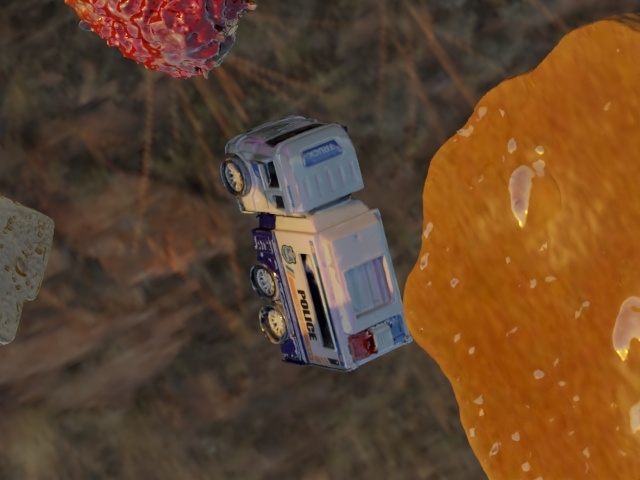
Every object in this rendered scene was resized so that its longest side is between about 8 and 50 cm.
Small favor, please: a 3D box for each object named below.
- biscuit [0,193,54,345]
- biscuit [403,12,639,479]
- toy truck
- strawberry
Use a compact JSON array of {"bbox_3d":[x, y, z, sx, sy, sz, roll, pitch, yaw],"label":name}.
[{"bbox_3d":[-0.356,0.029,1.667,0.041,0.212,0.238,-12,-165,40],"label":"biscuit"},{"bbox_3d":[0.213,0.053,1.177,0.062,0.365,0.385,-19,157,-39],"label":"biscuit"},{"bbox_3d":[0.000,0.000,1.845,0.124,0.268,0.155,-24,-163,-31],"label":"toy truck"},{"bbox_3d":[-0.240,-0.313,2.215,0.306,0.138,0.233,13,137,-21],"label":"strawberry"}]
